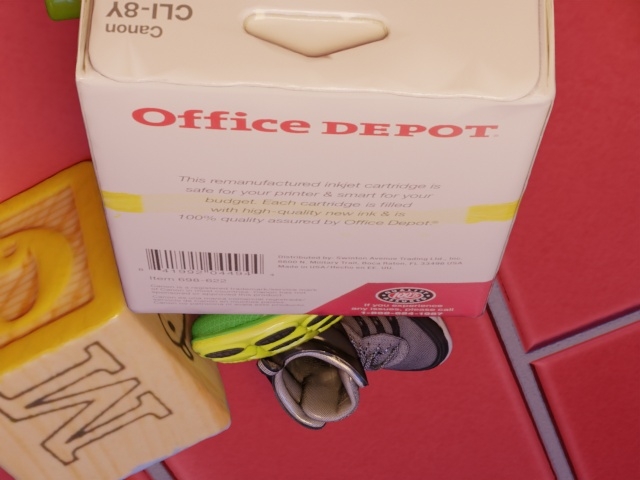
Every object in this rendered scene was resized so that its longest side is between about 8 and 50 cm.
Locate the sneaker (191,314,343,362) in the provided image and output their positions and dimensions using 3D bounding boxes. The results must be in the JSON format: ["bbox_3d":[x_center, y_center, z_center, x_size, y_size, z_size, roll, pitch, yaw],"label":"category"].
[{"bbox_3d":[0.000,0.000,1.506,0.295,0.123,0.109,-39,167,-9],"label":"sneaker"}]

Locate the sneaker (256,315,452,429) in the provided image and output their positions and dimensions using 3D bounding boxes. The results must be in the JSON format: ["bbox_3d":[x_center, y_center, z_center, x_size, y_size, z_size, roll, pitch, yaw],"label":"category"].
[{"bbox_3d":[0.028,0.113,1.636,0.268,0.153,0.101,20,127,-34],"label":"sneaker"}]

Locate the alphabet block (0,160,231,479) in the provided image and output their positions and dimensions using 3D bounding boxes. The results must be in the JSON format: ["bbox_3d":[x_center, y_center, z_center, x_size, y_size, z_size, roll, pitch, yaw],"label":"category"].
[{"bbox_3d":[-0.218,0.085,1.500,0.193,0.192,0.197,-28,138,9],"label":"alphabet block"}]

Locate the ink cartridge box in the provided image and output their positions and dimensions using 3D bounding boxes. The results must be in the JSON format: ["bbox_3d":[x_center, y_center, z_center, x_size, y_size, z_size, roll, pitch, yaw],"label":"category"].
[{"bbox_3d":[-0.005,-0.085,1.164,0.279,0.160,0.385,2,158,-2],"label":"ink cartridge box"}]

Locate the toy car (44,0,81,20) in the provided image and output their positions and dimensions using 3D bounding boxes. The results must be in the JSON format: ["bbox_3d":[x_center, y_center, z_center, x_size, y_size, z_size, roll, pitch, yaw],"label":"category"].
[{"bbox_3d":[-0.128,-0.208,1.292,0.155,0.149,0.188,-8,166,-4],"label":"toy car"}]
